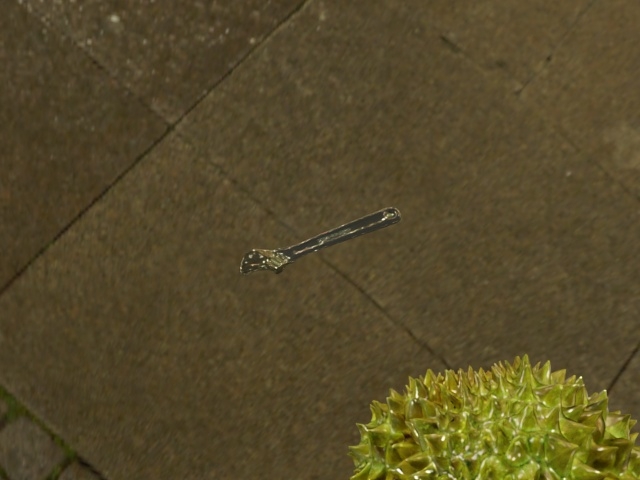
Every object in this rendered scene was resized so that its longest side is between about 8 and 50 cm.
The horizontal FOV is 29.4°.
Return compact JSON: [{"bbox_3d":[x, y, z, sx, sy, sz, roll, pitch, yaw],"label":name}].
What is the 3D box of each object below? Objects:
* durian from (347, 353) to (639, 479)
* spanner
[{"bbox_3d":[0.135,0.196,0.802,0.200,0.176,0.237,-28,105,-22],"label":"durian"},{"bbox_3d":[0.000,0.000,1.463,0.208,0.012,0.046,-21,48,-9],"label":"spanner"}]
